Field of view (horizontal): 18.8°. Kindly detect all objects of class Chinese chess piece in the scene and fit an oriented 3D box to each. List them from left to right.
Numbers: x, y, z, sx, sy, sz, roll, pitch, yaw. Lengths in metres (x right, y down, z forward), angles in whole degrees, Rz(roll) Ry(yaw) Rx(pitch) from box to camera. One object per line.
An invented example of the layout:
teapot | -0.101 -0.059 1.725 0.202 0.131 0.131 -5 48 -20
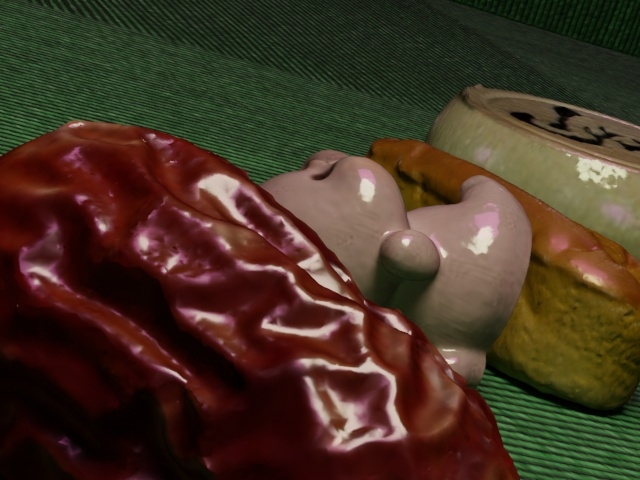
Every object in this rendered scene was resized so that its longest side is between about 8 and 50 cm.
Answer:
Chinese chess piece | 0.194 -0.031 1.406 0.250 0.101 0.250 17 14 -4

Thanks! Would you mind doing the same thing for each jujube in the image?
jujube | -0.040 0.061 0.627 0.230 0.155 0.155 38 21 31

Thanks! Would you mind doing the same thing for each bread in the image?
bread | 0.107 0.012 1.138 0.102 0.094 0.245 15 13 -40

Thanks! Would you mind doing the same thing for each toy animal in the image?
toy animal | 0.000 -0.002 0.993 0.212 0.124 0.124 18 13 -20
